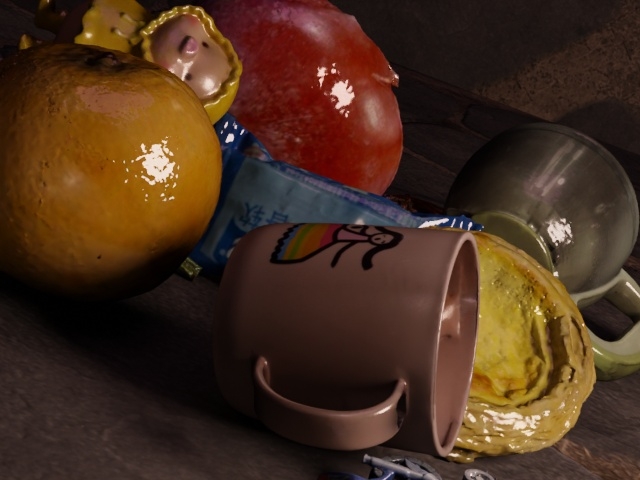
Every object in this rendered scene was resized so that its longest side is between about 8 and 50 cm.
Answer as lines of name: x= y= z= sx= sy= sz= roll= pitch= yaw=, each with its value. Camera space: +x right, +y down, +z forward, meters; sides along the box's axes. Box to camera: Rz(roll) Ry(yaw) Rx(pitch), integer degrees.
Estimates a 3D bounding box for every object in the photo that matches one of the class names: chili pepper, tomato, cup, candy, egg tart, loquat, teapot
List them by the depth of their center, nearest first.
cup: x=0.014 y=0.092 z=1.176 sx=0.200 sy=0.192 sz=0.253 roll=6 pitch=28 yaw=15
loquat: x=-0.224 y=-0.070 z=1.308 sx=0.263 sy=0.263 sz=0.263 roll=18 pitch=17 yaw=-6
egg tart: x=0.137 y=0.105 z=1.374 sx=0.278 sy=0.095 sz=0.279 roll=10 pitch=50 yaw=-11
chili pepper: x=-0.166 y=0.017 z=1.496 sx=0.083 sy=0.027 sz=0.022 roll=22 pitch=13 yaw=9
candy: x=0.000 y=0.000 z=1.498 sx=0.331 sy=0.187 sz=0.077 roll=22 pitch=-7 yaw=14
tomato: x=-0.063 y=-0.141 z=1.625 sx=0.289 sy=0.335 sz=0.176 roll=8 pitch=31 yaw=25
teapot: x=0.266 y=0.035 z=1.725 sx=0.239 sy=0.322 sz=0.239 roll=-16 pitch=14 yaw=35
chili pepper: x=0.144 y=-0.030 z=1.956 sx=0.268 sy=0.050 sz=0.059 roll=8 pitch=41 yaw=-39

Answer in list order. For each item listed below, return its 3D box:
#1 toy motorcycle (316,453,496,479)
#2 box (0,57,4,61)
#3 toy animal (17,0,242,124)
toy motorcycle: x=0.095 y=0.230 z=1.068 sx=0.114 sy=0.076 sz=0.205 roll=-6 pitch=29 yaw=-41
box: x=-0.330 y=-0.119 z=1.555 sx=0.269 sy=0.135 sz=0.079 roll=17 pitch=20 yaw=-8
toy animal: x=-0.201 y=-0.188 z=1.469 sx=0.229 sy=0.156 sz=0.156 roll=23 pitch=17 yaw=-3
